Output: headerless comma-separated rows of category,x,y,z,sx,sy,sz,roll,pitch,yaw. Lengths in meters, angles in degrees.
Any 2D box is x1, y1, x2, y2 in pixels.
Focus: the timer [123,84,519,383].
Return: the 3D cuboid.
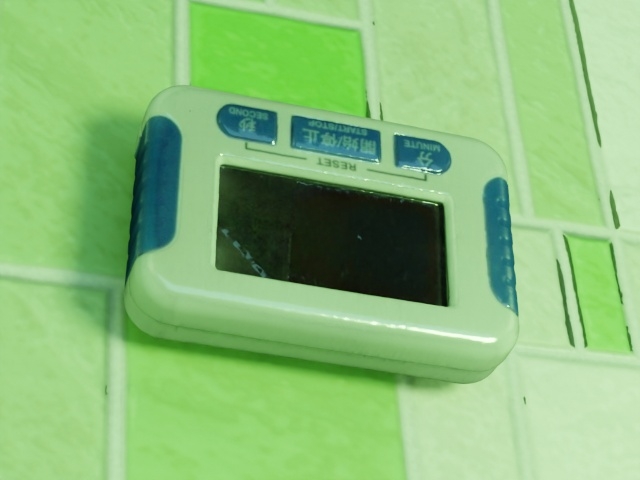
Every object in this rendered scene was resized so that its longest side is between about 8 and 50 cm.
timer,0.000,0.000,1.068,0.253,0.078,0.178,11,55,-13
